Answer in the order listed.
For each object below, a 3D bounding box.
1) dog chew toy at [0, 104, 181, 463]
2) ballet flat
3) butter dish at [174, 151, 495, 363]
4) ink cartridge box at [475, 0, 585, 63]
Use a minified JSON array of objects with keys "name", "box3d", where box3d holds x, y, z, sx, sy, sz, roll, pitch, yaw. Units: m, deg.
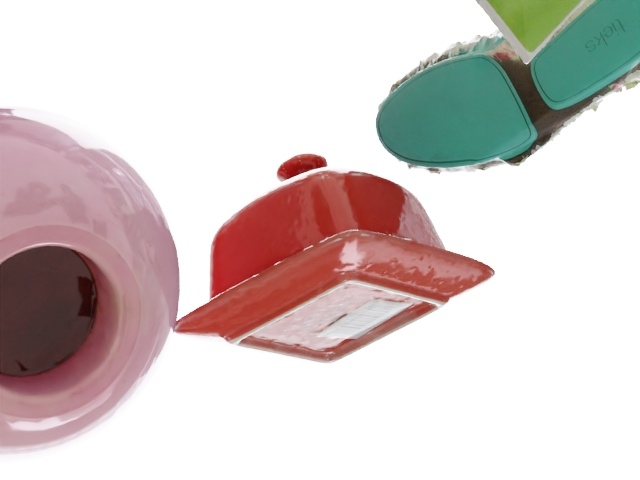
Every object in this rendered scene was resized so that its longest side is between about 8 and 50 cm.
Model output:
[{"name":"dog chew toy","box3d":[-0.217,0.007,1.190,0.206,0.332,0.207,-6,-75,-24]},{"name":"ballet flat","box3d":[0.141,-0.104,1.198,0.077,0.241,0.091,-28,-86,-49]},{"name":"butter dish","box3d":[0.000,0.000,1.230,0.160,0.160,0.118,16,-127,-48]},{"name":"ink cartridge box","box3d":[0.153,-0.227,0.908,0.255,0.097,0.189,-46,-118,22]}]
